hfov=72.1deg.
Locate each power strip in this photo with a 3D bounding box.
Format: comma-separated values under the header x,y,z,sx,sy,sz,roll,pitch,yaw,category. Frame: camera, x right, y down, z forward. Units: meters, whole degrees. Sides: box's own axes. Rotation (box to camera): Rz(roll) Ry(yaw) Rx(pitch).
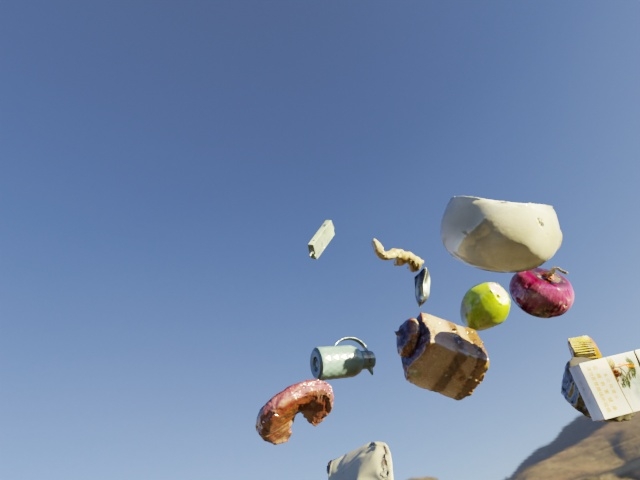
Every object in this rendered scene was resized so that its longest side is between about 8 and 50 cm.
x,y,z,sx,sy,sz,roll,pitch,yaw,category
0.000,0.000,1.138,0.019,0.136,0.050,7,-51,26,power strip

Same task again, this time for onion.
x,y,z,sx,sy,sz,roll,pitch,yaw,category
0.660,0.150,1.317,0.178,0.177,0.153,-11,-83,-10,onion

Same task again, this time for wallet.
x,y,z,sx,sy,sz,roll,pitch,yaw,category
0.107,0.749,1.313,0.275,0.335,0.068,-41,-78,19,wallet

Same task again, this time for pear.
x,y,z,sx,sy,sz,roll,pitch,yaw,category
0.637,0.270,1.738,0.188,0.187,0.219,11,-48,-32,pear

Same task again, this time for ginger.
x,y,z,sx,sy,sz,roll,pitch,yaw,category
0.275,0.060,1.580,0.288,0.075,0.089,20,-34,-40,ginger

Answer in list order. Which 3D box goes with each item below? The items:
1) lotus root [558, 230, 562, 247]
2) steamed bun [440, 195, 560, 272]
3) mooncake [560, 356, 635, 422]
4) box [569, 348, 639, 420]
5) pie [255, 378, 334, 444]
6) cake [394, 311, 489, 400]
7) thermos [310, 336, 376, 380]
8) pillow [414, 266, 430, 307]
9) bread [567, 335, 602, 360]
x,y,z,sx,sy,sz,roll,pitch,yaw,category
0.827,-0.004,1.739,0.343,0.151,0.169,-2,-55,-37,lotus root
0.508,-0.013,1.271,0.325,0.324,0.206,5,-84,-27,steamed bun
0.929,0.502,1.473,0.229,0.228,0.124,2,-70,-24,mooncake
0.830,0.389,1.199,0.234,0.149,0.067,-12,-23,-4,box
-0.062,0.438,1.126,0.219,0.054,0.204,-28,-43,-11,pie
0.389,0.378,1.491,0.293,0.198,0.196,22,-64,-6,cake
0.103,0.526,1.962,0.287,0.182,0.145,1,-35,-24,thermos
0.378,0.173,1.625,0.055,0.135,0.091,18,-31,-19,pillow
1.121,0.496,1.852,0.114,0.132,0.190,-15,-75,17,bread
